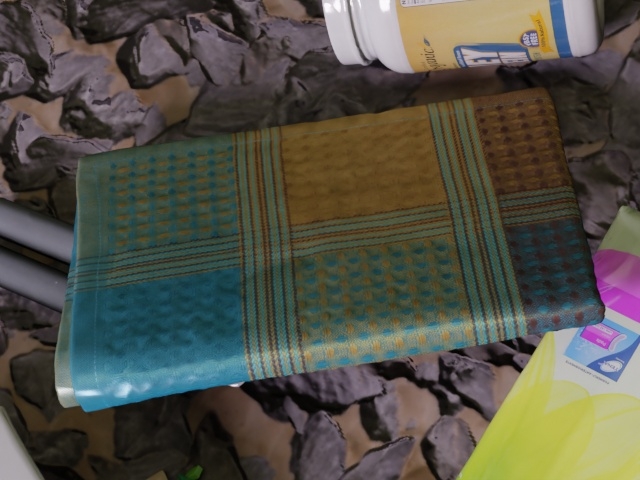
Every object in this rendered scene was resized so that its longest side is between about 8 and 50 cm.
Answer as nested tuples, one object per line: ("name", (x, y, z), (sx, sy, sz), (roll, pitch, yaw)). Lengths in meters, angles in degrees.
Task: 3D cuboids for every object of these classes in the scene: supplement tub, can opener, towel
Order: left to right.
("can opener", (-0.158, 0.033, 1.284), (0.280, 0.093, 0.074), (20, 77, 26))
("towel", (0.000, 0.000, 1.198), (0.370, 0.040, 0.271), (-8, 39, 5))
("supplement tub", (0.109, -0.203, 1.265), (0.199, 0.144, 0.144), (-4, 69, 14))

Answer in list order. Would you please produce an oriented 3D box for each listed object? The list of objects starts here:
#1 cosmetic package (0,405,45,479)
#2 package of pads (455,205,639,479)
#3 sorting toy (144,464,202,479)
("cosmetic package", (-0.217, 0.330, 1.115), (0.217, 0.156, 0.385), (-24, 61, -22))
("package of pads", (0.234, 0.156, 1.123), (0.229, 0.101, 0.296), (29, 80, 24))
("sorting toy", (-0.118, 0.203, 1.246), (0.083, 0.012, 0.062), (-32, 61, 6))
